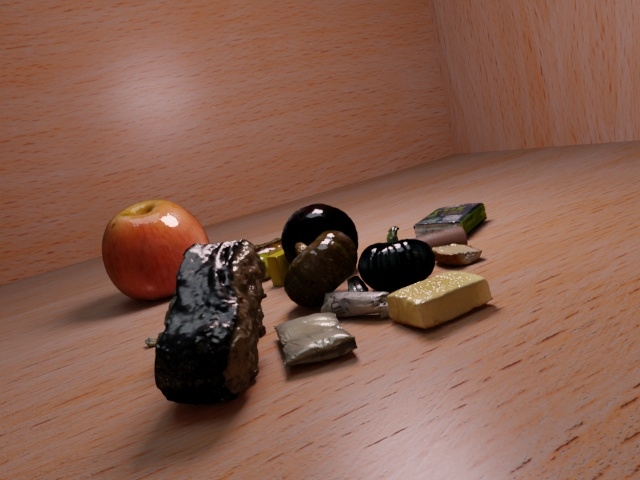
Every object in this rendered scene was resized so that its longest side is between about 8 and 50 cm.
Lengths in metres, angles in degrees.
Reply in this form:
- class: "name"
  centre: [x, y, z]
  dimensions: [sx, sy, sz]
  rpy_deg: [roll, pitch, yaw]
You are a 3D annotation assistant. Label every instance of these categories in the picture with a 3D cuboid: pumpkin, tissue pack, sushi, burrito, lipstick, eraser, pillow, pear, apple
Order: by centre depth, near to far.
- class: "sushi"
  centre: [-0.200, 0.154, 1.060]
  dimensions: [0.170, 0.211, 0.350]
  rpy_deg: [1, 40, 2]
- class: "pillow"
  centre: [-0.016, 0.200, 1.142]
  dimensions: [0.148, 0.050, 0.229]
  rpy_deg: [-9, 8, -9]
- class: "burrito"
  centre: [0.083, 0.148, 1.253]
  dimensions: [0.203, 0.064, 0.064]
  rpy_deg: [-4, 15, 36]
- class: "pumpkin"
  centre: [0.189, 0.059, 1.366]
  dimensions: [0.194, 0.150, 0.194]
  rpy_deg: [-33, 14, 9]
- class: "pumpkin"
  centre: [-0.002, 0.059, 1.402]
  dimensions: [0.219, 0.162, 0.219]
  rpy_deg: [-45, -8, -8]
- class: "lipstick"
  centre: [0.293, 0.022, 1.575]
  dimensions: [0.254, 0.070, 0.070]
  rpy_deg: [-15, 12, -8]
- class: "pumpkin"
  centre: [0.000, 0.000, 1.629]
  dimensions: [0.233, 0.233, 0.163]
  rpy_deg: [-13, 24, 3]
- class: "eraser"
  centre: [-0.105, 0.079, 1.699]
  dimensions: [0.045, 0.097, 0.122]
  rpy_deg: [-5, 13, 38]
- class: "pear"
  centre: [-0.195, 0.082, 1.782]
  dimensions: [0.092, 0.092, 0.097]
  rpy_deg: [-4, -14, 38]
- class: "tissue pack"
  centre: [0.433, -0.061, 1.808]
  dimensions: [0.173, 0.073, 0.235]
  rpy_deg: [-5, 14, 35]
- class: "apple"
  centre: [-0.572, 0.028, 1.898]
  dimensions: [0.364, 0.364, 0.364]
  rpy_deg: [-13, 12, 3]

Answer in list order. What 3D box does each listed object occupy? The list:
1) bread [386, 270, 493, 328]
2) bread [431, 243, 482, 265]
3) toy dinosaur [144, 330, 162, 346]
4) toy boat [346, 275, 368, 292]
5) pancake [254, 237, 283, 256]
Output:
- class: "bread"
  centre: [0.252, 0.124, 1.152]
  dimensions: [0.188, 0.068, 0.125]
  rpy_deg: [-18, 12, -23]
- class: "bread"
  centre: [0.369, 0.040, 1.488]
  dimensions: [0.126, 0.044, 0.129]
  rpy_deg: [-9, 7, -14]
- class: "toy dinosaur"
  centre: [-0.357, 0.239, 1.383]
  dimensions: [0.187, 0.044, 0.106]
  rpy_deg: [7, 33, 26]
- class: "toy boat"
  centre: [0.083, 0.130, 1.360]
  dimensions: [0.066, 0.059, 0.140]
  rpy_deg: [-42, 7, 7]
- class: "pancake"
  centre: [-0.220, 0.032, 2.130]
  dimensions: [0.426, 0.067, 0.305]
  rpy_deg: [-24, 14, -35]
